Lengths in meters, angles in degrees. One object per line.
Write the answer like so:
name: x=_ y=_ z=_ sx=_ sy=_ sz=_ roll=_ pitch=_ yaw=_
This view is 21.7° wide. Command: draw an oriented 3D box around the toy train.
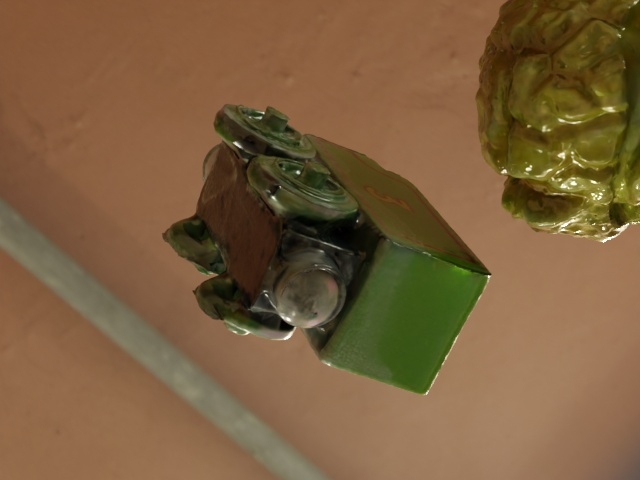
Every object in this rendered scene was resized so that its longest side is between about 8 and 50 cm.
toy train: x=0.000 y=0.000 z=1.569 sx=0.249 sy=0.307 sz=0.173 roll=18 pitch=-72 yaw=-26

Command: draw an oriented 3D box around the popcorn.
popcorn: x=0.279 y=-0.149 z=1.618 sx=0.282 sy=0.282 sz=0.247 roll=-32 pitch=-55 yaw=-12
